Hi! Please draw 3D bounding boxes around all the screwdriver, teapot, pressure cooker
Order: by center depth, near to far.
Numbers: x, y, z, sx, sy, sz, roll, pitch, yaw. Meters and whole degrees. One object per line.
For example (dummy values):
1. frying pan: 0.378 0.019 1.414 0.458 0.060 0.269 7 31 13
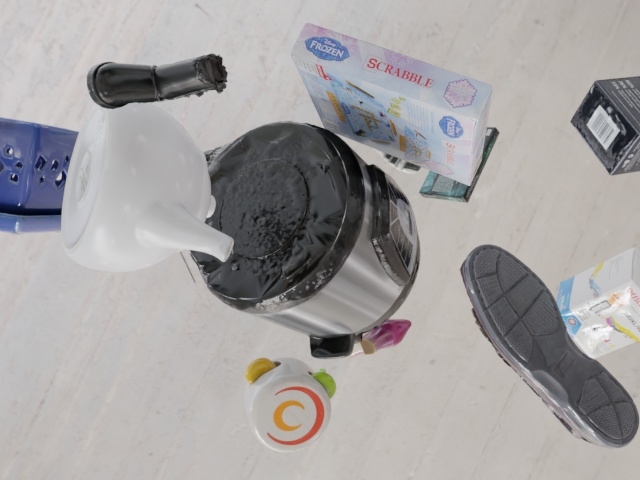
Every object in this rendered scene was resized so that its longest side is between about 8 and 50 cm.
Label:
1. teapot: -0.236 -0.069 0.886 0.252 0.187 0.256 -29 58 49
2. pressure cooker: -0.005 -0.001 1.269 0.370 0.420 0.375 -51 56 3
3. screwdriver: -0.287 0.011 1.273 0.024 0.025 0.170 -28 80 31

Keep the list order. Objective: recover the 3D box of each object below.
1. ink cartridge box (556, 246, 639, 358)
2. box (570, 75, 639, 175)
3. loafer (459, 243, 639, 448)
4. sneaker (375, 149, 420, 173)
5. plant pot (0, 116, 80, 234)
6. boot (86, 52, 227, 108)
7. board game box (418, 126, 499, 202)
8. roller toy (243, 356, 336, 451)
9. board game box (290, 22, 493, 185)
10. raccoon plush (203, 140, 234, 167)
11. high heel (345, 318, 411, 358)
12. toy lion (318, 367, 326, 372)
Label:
1. ink cartridge box: 0.773 0.166 1.692 0.171 0.168 0.233 47 130 -6
2. box: 0.611 -0.221 1.203 0.207 0.108 0.153 -8 55 -17
3. loafer: 0.277 0.144 0.838 0.109 0.095 0.302 -35 82 -24
4. sneaker: 0.195 -0.310 1.960 0.292 0.118 0.110 41 95 10
5. plant pot: -0.605 -0.129 1.256 0.236 0.236 0.212 10 94 9
6. boot: -0.155 -0.158 0.632 0.099 0.121 0.045 -5 99 20
7. board game box: 0.313 -0.175 1.450 0.126 0.026 0.186 13 70 47
8. roller toy: -0.083 0.378 1.496 0.209 0.146 0.191 10 99 -16
9. board game box: 0.131 -0.226 1.123 0.318 0.319 0.066 24 83 14
10. raccoon plush: -0.238 -0.147 1.948 0.446 0.216 0.299 0 119 31
11. high heel: 0.100 0.211 1.473 0.117 0.244 0.082 -24 92 -29
12. toy lion: 0.003 0.404 1.785 0.034 0.100 0.096 -1 76 10
